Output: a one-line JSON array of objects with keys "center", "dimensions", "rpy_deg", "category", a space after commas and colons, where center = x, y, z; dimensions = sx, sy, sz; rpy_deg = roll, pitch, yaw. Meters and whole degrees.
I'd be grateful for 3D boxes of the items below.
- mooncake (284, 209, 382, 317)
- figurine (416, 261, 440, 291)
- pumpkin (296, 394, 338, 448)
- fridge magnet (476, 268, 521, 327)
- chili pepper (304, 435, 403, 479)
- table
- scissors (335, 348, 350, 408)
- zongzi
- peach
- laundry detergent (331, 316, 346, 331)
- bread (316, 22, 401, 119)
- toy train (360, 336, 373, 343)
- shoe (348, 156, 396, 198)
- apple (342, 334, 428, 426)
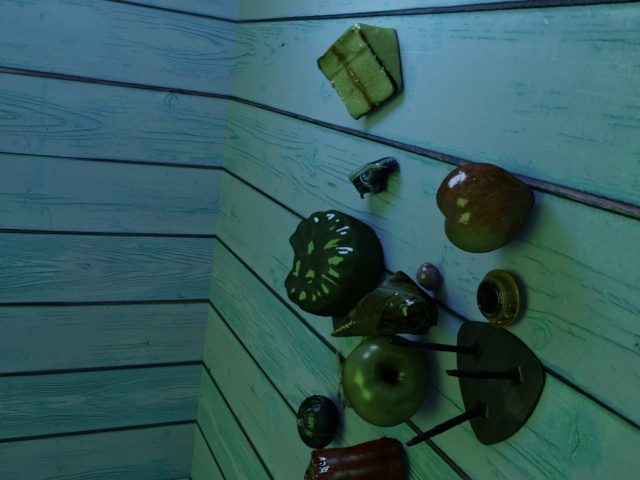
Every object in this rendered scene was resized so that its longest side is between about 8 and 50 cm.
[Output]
[{"center": [0.033, 0.077, 2.155], "dimensions": [0.351, 0.187, 0.352], "rpy_deg": [-17, 63, 37], "category": "mooncake"}, {"center": [0.304, 0.104, 1.845], "dimensions": [0.071, 0.066, 0.083], "rpy_deg": [127, 124, -80], "category": "figurine"}, {"center": [-0.012, 0.657, 2.377], "dimensions": [0.190, 0.146, 0.190], "rpy_deg": [-51, 24, 34], "category": "pumpkin"}, {"center": [0.430, 0.141, 1.588], "dimensions": [0.143, 0.062, 0.143], "rpy_deg": [8, 99, 62], "category": "fridge magnet"}, {"center": [0.083, 0.717, 2.013], "dimensions": [0.251, 0.305, 0.230], "rpy_deg": [160, 116, -73], "category": "chili pepper"}, {"center": [0.318, 0.333, 1.596], "dimensions": [0.317, 0.248, 0.318], "rpy_deg": [-5, 84, 64], "category": "table"}, {"center": [0.076, 0.495, 2.345], "dimensions": [0.110, 0.021, 0.213], "rpy_deg": [140, 126, -61], "category": "scissors"}, {"center": [0.168, 0.221, 1.803], "dimensions": [0.134, 0.288, 0.286], "rpy_deg": [60, 178, -11], "category": "zongzi"}, {"center": [0.396, -0.081, 1.553], "dimensions": [0.232, 0.232, 0.233], "rpy_deg": [-6, 84, 64], "category": "peach"}, {"center": [0.081, 0.172, 2.266], "dimensions": [0.143, 0.094, 0.290], "rpy_deg": [-44, 50, 51], "category": "laundry detergent"}, {"center": [0.125, -0.538, 2.119], "dimensions": [0.263, 0.198, 0.236], "rpy_deg": [-26, 72, 59], "category": "bread"}, {"center": [0.154, 0.411, 2.119], "dimensions": [0.157, 0.105, 0.254], "rpy_deg": [-113, 32, -65], "category": "toy train"}, {"center": [0.178, -0.204, 2.117], "dimensions": [0.207, 0.091, 0.106], "rpy_deg": [-29, 85, 56], "category": "shoe"}, {"center": [0.180, 0.400, 1.879], "dimensions": [0.262, 0.262, 0.263], "rpy_deg": [-6, 84, 64], "category": "apple"}]
